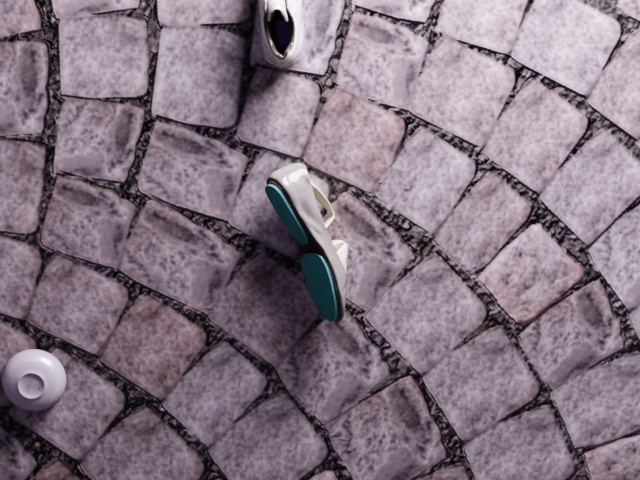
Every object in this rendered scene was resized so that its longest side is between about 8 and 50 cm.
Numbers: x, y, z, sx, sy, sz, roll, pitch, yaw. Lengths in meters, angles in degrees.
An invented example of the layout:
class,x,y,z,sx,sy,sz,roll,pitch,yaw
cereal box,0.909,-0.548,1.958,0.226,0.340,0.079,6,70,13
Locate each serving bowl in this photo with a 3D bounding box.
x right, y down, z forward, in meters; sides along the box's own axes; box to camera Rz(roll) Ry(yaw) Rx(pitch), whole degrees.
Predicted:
class,x,y,z,sx,sy,sz,roll,pitch,yaw
serving bowl,-0.373,0.185,1.814,0.083,0.027,0.083,-1,103,-4

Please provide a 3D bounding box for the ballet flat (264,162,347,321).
class,x,y,z,sx,sy,sz,roll,pitch,yaw
ballet flat,0.000,0.000,1.777,0.068,0.072,0.213,-32,107,-27

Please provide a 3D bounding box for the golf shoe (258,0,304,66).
class,x,y,z,sx,sy,sz,roll,pitch,yaw
golf shoe,-0.048,-0.299,1.699,0.069,0.086,0.176,-8,101,0
